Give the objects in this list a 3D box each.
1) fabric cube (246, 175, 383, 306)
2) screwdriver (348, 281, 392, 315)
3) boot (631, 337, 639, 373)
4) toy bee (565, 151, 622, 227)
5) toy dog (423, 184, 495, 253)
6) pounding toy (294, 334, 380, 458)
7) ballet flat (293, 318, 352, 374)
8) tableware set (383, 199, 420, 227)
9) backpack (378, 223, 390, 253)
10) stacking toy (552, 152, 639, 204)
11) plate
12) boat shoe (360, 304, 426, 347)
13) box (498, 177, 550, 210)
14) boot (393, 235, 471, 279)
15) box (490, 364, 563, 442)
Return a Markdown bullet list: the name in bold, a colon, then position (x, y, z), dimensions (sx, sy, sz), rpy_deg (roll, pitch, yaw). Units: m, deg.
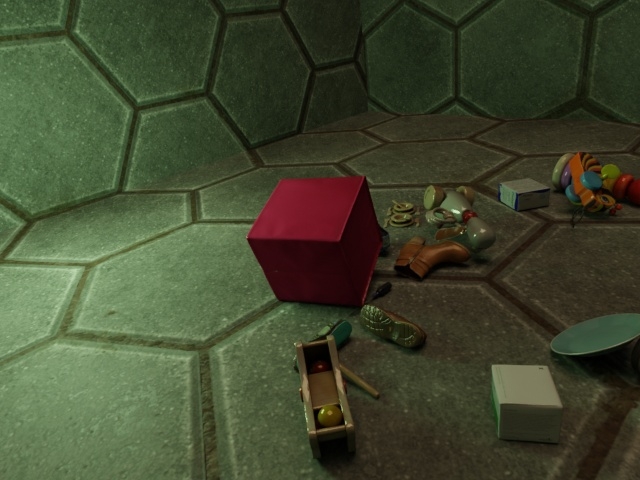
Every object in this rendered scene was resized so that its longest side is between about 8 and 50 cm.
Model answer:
- **fabric cube**: position (0.000, 0.000, 1.250), dimensions (0.258, 0.259, 0.254), rpy_deg (1, 44, 24)
- **screwdriver**: position (0.132, 0.159, 1.234), dimensions (0.170, 0.024, 0.025), rpy_deg (-31, 3, -28)
- **boot**: position (0.791, 0.210, 0.769), dimensions (0.377, 0.138, 0.284), rpy_deg (-19, 26, -4)
- **toy bee**: position (0.914, -0.151, 1.536), dimensions (0.162, 0.298, 0.195), rpy_deg (20, -11, -3)
- **toy dog**: position (0.431, -0.053, 1.461), dimensions (0.220, 0.161, 0.334), rpy_deg (13, 32, 7)
- **pounding toy**: position (0.037, 0.266, 0.870), dimensions (0.154, 0.154, 0.269), rpy_deg (-10, 26, -4)
- **ballet flat**: position (-0.003, 0.245, 1.050), dimensions (0.070, 0.070, 0.188), rpy_deg (16, 32, 41)
- **tableware set**: position (0.306, -0.105, 1.711), dimensions (0.128, 0.039, 0.194), rpy_deg (-1, 26, 15)
- **backpack**: position (0.168, 0.000, 1.474), dimensions (0.105, 0.084, 0.114), rpy_deg (-14, 22, -16)
- **stacking toy**: position (1.022, -0.210, 1.641), dimensions (0.141, 0.141, 0.330), rpy_deg (-24, 36, -31)
- **plate**: position (0.571, 0.198, 0.937), dimensions (0.188, 0.024, 0.188), rpy_deg (-24, -3, -1)
- **boat shoe**: position (0.171, 0.203, 1.086), dimensions (0.178, 0.064, 0.060), rpy_deg (21, 7, 43)
- **box**: position (0.745, -0.170, 1.683), dimensions (0.126, 0.072, 0.137), rpy_deg (-10, 24, -6)
- **boot**: position (0.323, 0.062, 1.334), dimensions (0.197, 0.073, 0.152), rpy_deg (10, 38, 31)
- **box**: position (0.360, 0.286, 0.811), dimensions (0.102, 0.087, 0.101), rpy_deg (-1, 26, 13)
